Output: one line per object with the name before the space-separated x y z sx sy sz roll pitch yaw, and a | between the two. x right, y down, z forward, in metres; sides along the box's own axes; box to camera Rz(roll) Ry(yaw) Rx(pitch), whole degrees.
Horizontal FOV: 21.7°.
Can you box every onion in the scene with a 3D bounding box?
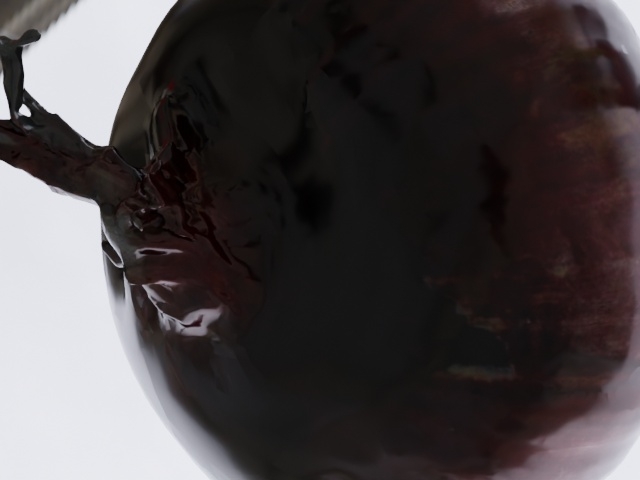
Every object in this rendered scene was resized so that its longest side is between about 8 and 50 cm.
onion | 0.000 0.000 0.649 0.273 0.285 0.273 1 -89 50
